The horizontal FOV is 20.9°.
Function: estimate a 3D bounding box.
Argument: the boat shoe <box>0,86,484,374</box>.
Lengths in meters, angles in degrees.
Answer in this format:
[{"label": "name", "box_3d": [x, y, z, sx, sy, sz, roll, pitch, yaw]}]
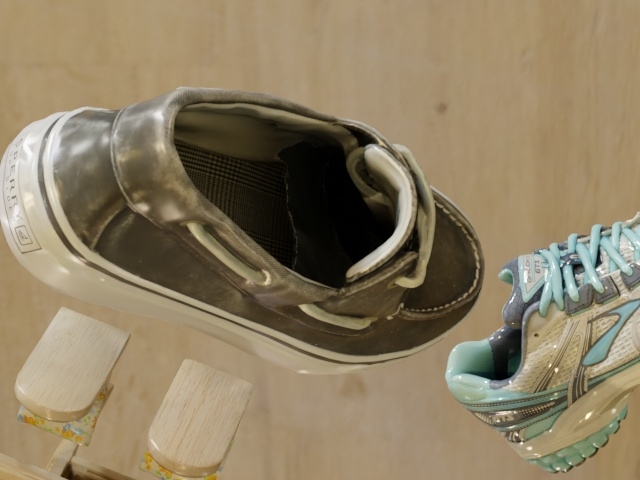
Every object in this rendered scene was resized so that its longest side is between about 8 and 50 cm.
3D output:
[{"label": "boat shoe", "box_3d": [0.000, 0.000, 0.857, 0.119, 0.335, 0.121, -12, 77, 37]}]

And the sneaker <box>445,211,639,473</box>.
[{"label": "sneaker", "box_3d": [0.186, 0.043, 1.143, 0.122, 0.110, 0.283, 30, 124, -12]}]

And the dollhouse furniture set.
[{"label": "dollhouse furniture set", "box_3d": [-0.185, 0.162, 0.951, 0.242, 0.161, 0.212, 21, 120, 0]}]
